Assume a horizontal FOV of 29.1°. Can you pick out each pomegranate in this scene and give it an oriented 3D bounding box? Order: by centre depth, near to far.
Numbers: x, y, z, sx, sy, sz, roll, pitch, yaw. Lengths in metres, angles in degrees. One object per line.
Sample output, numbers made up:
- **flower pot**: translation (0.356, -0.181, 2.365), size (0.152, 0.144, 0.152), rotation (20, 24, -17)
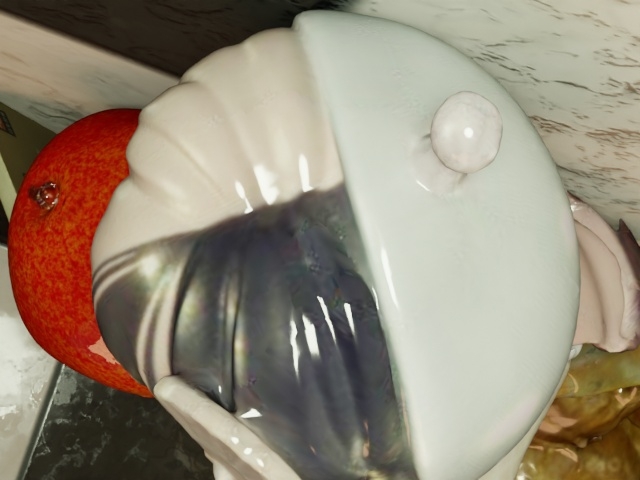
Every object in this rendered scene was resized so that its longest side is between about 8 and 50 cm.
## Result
- **pomegranate**: translation (-0.104, 0.011, 0.912), size (0.256, 0.221, 0.221), rotation (9, 179, -41)

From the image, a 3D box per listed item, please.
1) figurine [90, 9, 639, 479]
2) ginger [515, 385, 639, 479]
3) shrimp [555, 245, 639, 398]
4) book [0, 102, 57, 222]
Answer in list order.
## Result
- **figurine**: translation (0.035, 0.011, 0.640), size (0.253, 0.211, 0.361), rotation (58, -164, 22)
- **ginger**: translation (0.126, 0.129, 0.963), size (0.357, 0.274, 0.152), rotation (26, -156, -19)
- **shrimp**: translation (0.180, 0.043, 0.831), size (0.236, 0.133, 0.053), rotation (-3, 143, -4)
- **book**: translation (-0.189, -0.003, 1.137), size (0.310, 0.021, 0.217), rotation (32, -154, -57)
